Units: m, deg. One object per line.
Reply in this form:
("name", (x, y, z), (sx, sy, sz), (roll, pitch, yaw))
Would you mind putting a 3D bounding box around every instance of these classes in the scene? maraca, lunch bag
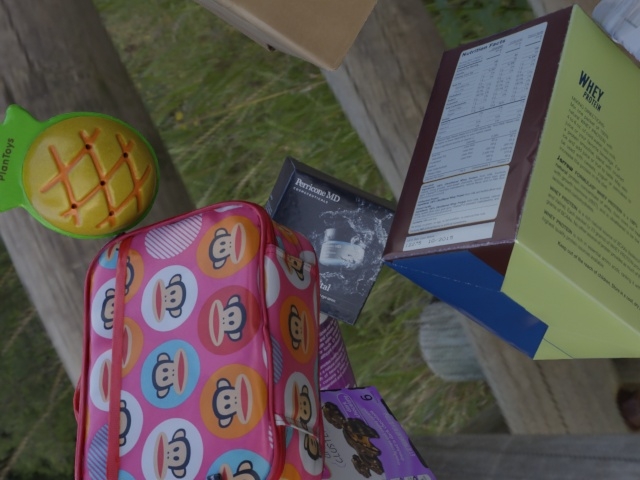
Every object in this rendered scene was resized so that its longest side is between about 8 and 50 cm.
("maraca", (-0.248, -0.067, 0.945), (0.099, 0.186, 0.127), (16, 95, 59))
("lunch bag", (-0.130, 0.123, 0.910), (0.258, 0.120, 0.293), (-15, 64, 25))

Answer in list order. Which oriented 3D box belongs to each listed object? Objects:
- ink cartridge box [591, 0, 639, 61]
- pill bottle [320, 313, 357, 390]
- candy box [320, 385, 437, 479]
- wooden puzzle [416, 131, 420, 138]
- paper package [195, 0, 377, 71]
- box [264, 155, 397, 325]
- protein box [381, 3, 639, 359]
("ink cartridge box", (0.316, -0.227, 0.600), (0.091, 0.385, 0.308), (38, 111, -2))
("pill bottle", (-0.048, 0.159, 1.404), (0.169, 0.169, 0.301), (5, 121, 42))
("candy box", (0.003, 0.241, 1.029), (0.165, 0.196, 0.070), (54, 134, 46))
("wooden puzzle", (0.163, -0.136, 1.285), (0.083, 0.049, 0.006), (41, 175, -39))
("paper package", (-0.045, -0.418, 1.148), (0.325, 0.309, 0.168), (-60, 35, 3))
("box", (0.000, 0.000, 1.209), (0.156, 0.093, 0.158), (22, 101, -12))
("protein box", (0.185, -0.035, 0.764), (0.200, 0.201, 0.136), (33, 154, -32))
